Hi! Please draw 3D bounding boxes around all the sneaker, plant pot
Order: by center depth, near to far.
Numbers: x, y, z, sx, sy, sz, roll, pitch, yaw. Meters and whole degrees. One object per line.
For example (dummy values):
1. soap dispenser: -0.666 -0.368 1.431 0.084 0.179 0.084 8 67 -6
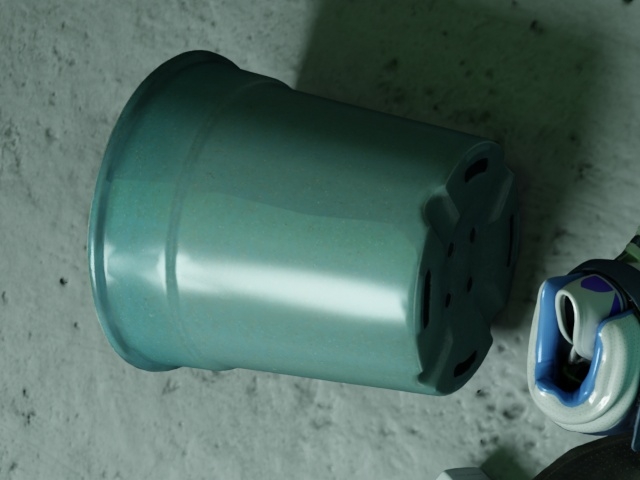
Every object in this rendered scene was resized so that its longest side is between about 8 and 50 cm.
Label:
1. sneaker: 0.303 0.033 1.394 0.130 0.236 0.323 37 105 32
2. plant pot: 0.000 0.000 1.571 0.334 0.341 0.341 12 91 27

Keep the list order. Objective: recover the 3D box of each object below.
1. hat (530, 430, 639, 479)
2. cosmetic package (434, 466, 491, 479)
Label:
1. hat: 0.295 0.322 1.392 0.331 0.331 0.134 18 133 35
2. cosmetic package: 0.177 0.342 1.540 0.231 0.085 0.117 48 111 27
